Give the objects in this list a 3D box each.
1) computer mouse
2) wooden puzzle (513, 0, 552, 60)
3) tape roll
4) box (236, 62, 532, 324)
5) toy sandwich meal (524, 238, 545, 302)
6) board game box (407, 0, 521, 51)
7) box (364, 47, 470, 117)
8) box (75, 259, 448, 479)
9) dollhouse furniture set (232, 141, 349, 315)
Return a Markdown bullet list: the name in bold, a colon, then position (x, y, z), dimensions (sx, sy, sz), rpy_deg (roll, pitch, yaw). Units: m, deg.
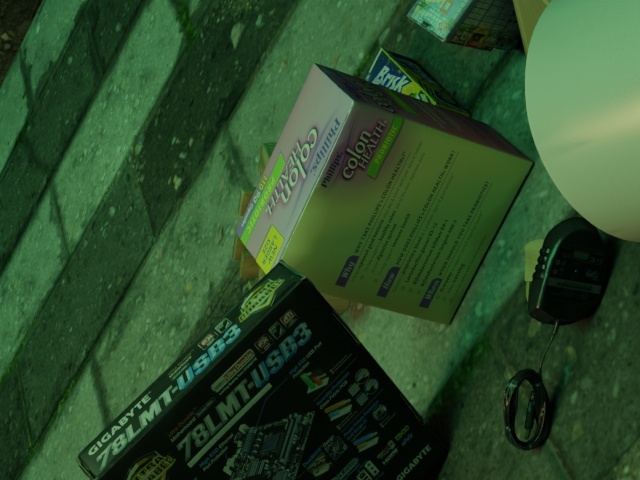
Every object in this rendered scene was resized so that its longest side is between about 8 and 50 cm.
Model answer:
- **computer mouse**: position (0.226, 0.092, 1.421), dimensions (0.041, 0.071, 0.242), rpy_deg (-145, 69, -66)
- **wooden puzzle**: position (0.246, -0.174, 1.412), dimensions (0.044, 0.221, 0.238), rpy_deg (-21, 43, 1)
- **tape roll**: position (0.316, -0.130, 1.197), dimensions (0.169, 0.246, 0.246), rpy_deg (-15, 64, 55)
- **box**: position (0.068, -0.047, 1.563), dimensions (0.213, 0.243, 0.117), rpy_deg (-65, 32, 17)
- **toy sandwich meal**: position (0.232, 0.038, 1.465), dimensions (0.085, 0.029, 0.085), rpy_deg (-32, 51, 49)
- **board game box**: position (0.208, -0.300, 1.525), dimensions (0.060, 0.194, 0.194), rpy_deg (40, 113, 29)
- **box**: position (0.113, -0.171, 1.730), dimensions (0.059, 0.054, 0.169), rpy_deg (-63, 33, 19)
- **box**: position (-0.052, 0.223, 1.485), dimensions (0.295, 0.293, 0.073), rpy_deg (-45, 29, -10)
- **dollhouse furniture set**: position (0.000, 0.000, 1.800), dimensions (0.212, 0.161, 0.242), rpy_deg (-113, 26, -47)
